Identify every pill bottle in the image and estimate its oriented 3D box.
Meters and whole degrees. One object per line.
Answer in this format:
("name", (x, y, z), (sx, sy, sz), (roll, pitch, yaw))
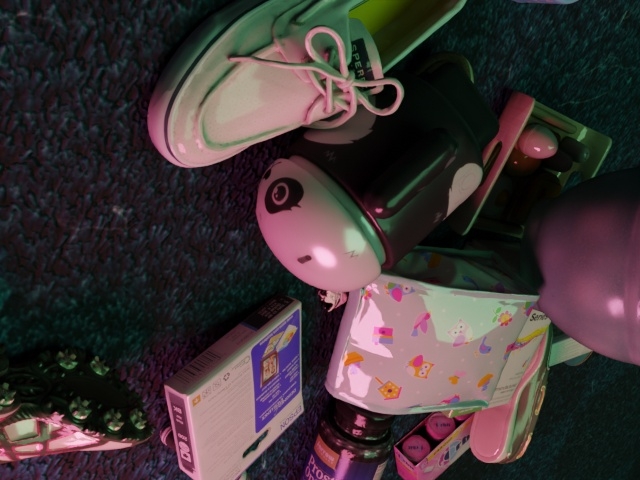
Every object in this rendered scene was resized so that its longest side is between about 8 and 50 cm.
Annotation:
("pill bottle", (0.044, 0.334, 1.157), (0.123, 0.123, 0.219), (-6, 121, -43))

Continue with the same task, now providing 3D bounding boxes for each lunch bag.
("lunch bag", (0.142, 0.126, 1.065), (0.262, 0.160, 0.223), (4, 118, -23))

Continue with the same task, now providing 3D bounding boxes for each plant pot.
("plant pot", (0.413, 0.029, 1.083), (0.293, 0.196, 0.293), (-14, 107, -53))

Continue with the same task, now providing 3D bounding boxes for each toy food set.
("toy food set", (0.342, -0.094, 1.160), (0.306, 0.092, 0.219), (9, 111, -47))

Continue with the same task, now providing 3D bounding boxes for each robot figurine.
("robot figurine", (0.058, -0.072, 0.794), (0.278, 0.173, 0.209), (-42, 155, -12))

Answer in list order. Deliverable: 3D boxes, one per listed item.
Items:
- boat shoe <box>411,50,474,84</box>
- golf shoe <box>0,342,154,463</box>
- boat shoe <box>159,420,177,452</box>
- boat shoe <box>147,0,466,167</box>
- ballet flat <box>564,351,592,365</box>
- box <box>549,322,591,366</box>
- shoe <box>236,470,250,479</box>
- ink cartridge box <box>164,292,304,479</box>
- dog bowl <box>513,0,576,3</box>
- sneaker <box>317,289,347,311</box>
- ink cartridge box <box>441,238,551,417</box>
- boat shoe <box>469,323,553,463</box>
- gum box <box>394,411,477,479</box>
("boat shoe", (0.130, -0.116, 0.950), (0.095, 0.095, 0.257), (-22, 136, -65))
("golf shoe", (-0.294, 0.172, 0.735), (0.120, 0.105, 0.273), (-44, 140, 17))
("boat shoe", (-0.148, 0.263, 0.975), (0.142, 0.040, 0.049), (14, 108, -49))
("boat shoe", (0.013, -0.175, 0.717), (0.367, 0.156, 0.136), (-37, 138, -20))
("ballet flat", (0.594, 0.191, 1.651), (0.067, 0.073, 0.206), (-43, 150, -49))
("box", (0.532, 0.195, 1.529), (0.324, 0.063, 0.067), (-15, 124, -20))
("shoe", (-0.165, 0.395, 1.038), (0.178, 0.063, 0.081), (-40, 135, -22))
("ink cartridge box", (-0.100, 0.202, 0.940), (0.206, 0.045, 0.208), (-38, 138, -41))
("dog bowl", (0.274, -0.404, 0.875), (0.166, 0.074, 0.297), (-50, 141, -4))
("sneaker", (0.013, 0.066, 0.997), (0.037, 0.032, 0.083), (-37, 138, -20))
("ink cartridge box", (0.291, 0.148, 1.270), (0.201, 0.117, 0.278), (3, 115, -46))
("boat shoe", (0.374, 0.274, 1.398), (0.091, 0.109, 0.305), (22, 86, -39))
("gum box", (0.234, 0.387, 1.435), (0.188, 0.062, 0.107), (-35, 138, -22))
